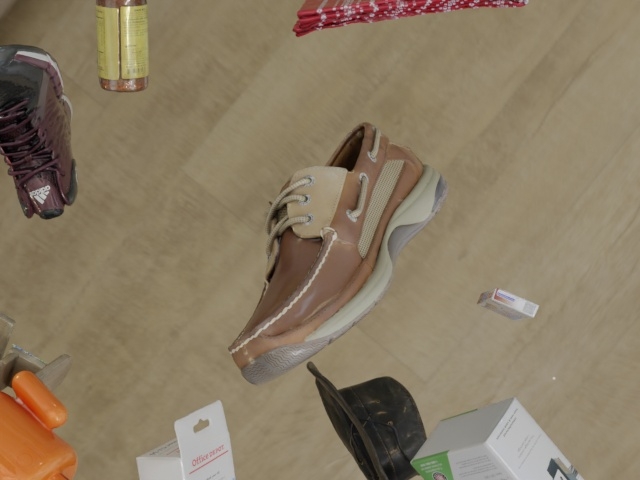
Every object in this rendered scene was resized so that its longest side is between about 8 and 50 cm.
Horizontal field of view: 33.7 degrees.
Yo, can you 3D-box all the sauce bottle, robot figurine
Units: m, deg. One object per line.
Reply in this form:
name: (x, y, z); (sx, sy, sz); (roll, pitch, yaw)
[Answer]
sauce bottle: (-0.154, -0.181, 0.823); (0.042, 0.042, 0.128); (9, 110, 13)
robot figurine: (-0.335, 0.221, 1.068); (0.219, 0.128, 0.158); (35, 111, 12)

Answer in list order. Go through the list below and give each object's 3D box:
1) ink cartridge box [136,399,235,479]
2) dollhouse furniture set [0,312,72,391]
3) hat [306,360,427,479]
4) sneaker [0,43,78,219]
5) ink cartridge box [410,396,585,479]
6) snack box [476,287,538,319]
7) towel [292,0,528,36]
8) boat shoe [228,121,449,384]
ink cartridge box: (-0.157, 0.301, 1.273); (0.067, 0.115, 0.198); (-6, 93, 24)
dollhouse furniture set: (-0.415, 0.172, 1.236); (0.212, 0.161, 0.242); (28, 109, 7)
hat: (0.108, 0.321, 1.826); (0.134, 0.331, 0.331); (-30, 77, -8)
sneaker: (-0.326, -0.110, 1.201); (0.107, 0.281, 0.162); (-13, 81, 0)
ink cartridge box: (0.252, 0.328, 1.380); (0.219, 0.160, 0.092); (50, 52, -7)
snack box: (0.270, 0.094, 1.538); (0.064, 0.178, 0.022); (23, 85, 4)
towel: (0.108, -0.291, 1.265); (0.275, 0.199, 0.031); (-6, 111, 8)
boat shoe: (0.000, 0.000, 0.891); (0.123, 0.324, 0.116); (-36, 99, 35)
